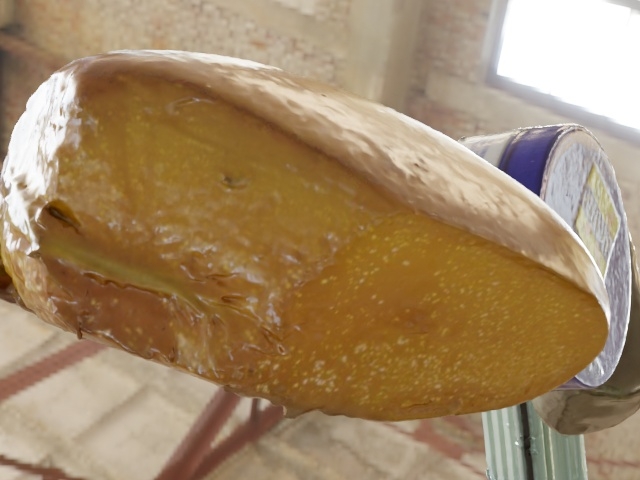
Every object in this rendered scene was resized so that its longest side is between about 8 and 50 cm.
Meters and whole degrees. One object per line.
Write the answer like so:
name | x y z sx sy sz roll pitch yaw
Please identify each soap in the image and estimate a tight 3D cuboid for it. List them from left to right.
soap | 0.265 0.196 1.764 0.094 0.261 0.150 -8 -174 -14

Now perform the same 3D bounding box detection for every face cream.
face cream | 0.159 0.015 1.079 0.111 0.205 0.206 -3 -158 30

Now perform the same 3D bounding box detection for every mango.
mango | 0.000 0.000 0.749 0.350 0.201 0.199 11 -122 -17

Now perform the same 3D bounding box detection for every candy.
candy | 0.236 0.056 1.264 0.102 0.104 0.234 -1 -122 -12
